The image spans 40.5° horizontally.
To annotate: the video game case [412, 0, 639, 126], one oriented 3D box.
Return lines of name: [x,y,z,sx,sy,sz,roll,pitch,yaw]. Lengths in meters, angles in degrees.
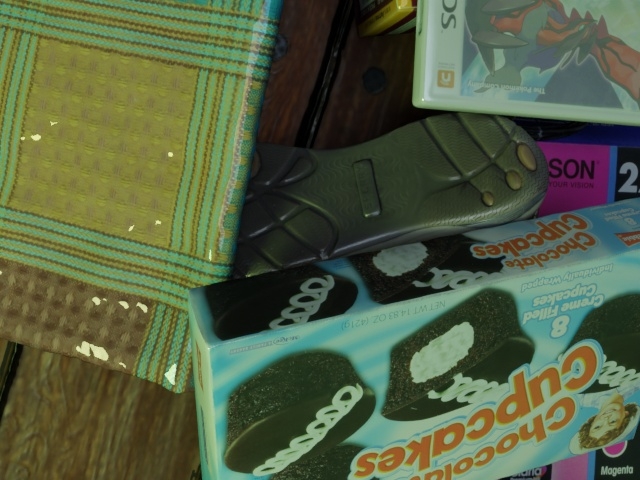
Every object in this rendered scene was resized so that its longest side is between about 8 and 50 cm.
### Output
video game case: [0.164,-0.175,0.590,0.201,0.023,0.184,2,91,-14]

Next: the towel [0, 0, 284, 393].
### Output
towel: [-0.161,-0.110,0.554,0.271,0.040,0.371,13,97,15]

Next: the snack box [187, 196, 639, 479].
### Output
snack box: [0.080,0.089,0.572,0.321,0.060,0.187,-11,127,-17]

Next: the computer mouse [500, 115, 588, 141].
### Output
computer mouse: [0.233,-0.148,0.682,0.242,0.041,0.071,-35,81,-20]

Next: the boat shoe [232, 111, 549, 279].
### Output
boat shoe: [0.000,0.000,0.626,0.324,0.116,0.123,-6,57,6]

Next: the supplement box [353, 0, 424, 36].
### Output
supplement box: [0.126,-0.207,0.647,0.188,0.104,0.081,-8,95,-13]

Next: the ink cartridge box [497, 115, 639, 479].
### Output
ink cartridge box: [0.218,0.021,0.715,0.175,0.069,0.371,1,93,-13]
